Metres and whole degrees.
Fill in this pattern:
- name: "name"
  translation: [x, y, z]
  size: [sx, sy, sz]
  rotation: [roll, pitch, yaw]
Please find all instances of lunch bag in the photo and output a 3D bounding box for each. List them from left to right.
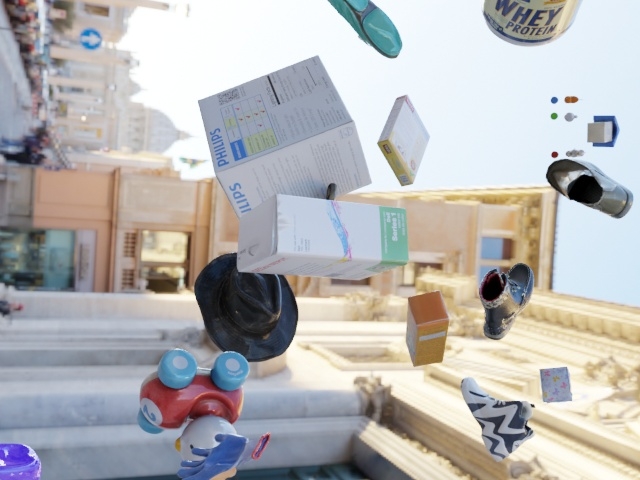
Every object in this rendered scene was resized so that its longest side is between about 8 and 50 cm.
- name: "lunch bag"
  translation: [0.566, 0.351, 1.734]
  size: [0.053, 0.071, 0.083]
  rotation: [56, 31, -46]

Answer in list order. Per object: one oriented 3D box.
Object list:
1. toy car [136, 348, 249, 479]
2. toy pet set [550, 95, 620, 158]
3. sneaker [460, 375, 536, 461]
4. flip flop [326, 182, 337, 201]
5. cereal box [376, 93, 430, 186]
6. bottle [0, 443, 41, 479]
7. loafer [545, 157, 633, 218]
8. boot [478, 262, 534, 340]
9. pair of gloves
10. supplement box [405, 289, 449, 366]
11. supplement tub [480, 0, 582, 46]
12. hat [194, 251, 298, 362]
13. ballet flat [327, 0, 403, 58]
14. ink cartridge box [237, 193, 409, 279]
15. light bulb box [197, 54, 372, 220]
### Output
- name: "toy car"
  translation: [-0.243, 0.371, 1.408]
  size: [0.219, 0.210, 0.238]
  rotation: [-60, -147, 39]
- name: "toy pet set"
  translation: [0.517, -0.223, 1.411]
  size: [0.114, 0.065, 0.122]
  rotation: [8, -74, 42]
- name: "sneaker"
  translation: [0.462, 0.424, 1.834]
  size: [0.153, 0.094, 0.235]
  rotation: [-30, -140, 11]
- name: "flip flop"
  translation: [0.063, -0.026, 1.834]
  size: [0.112, 0.080, 0.277]
  rotation: [-86, 163, -58]
- name: "cereal box"
  translation: [0.252, -0.302, 2.163]
  size: [0.047, 0.173, 0.240]
  rotation: [-12, -143, 33]
- name: "bottle"
  translation: [-0.527, 0.463, 1.134]
  size: [0.092, 0.118, 0.283]
  rotation: [27, -77, 46]
- name: "loafer"
  translation: [0.583, -0.129, 1.607]
  size: [0.094, 0.087, 0.251]
  rotation: [-68, -152, 13]
- name: "boot"
  translation: [0.479, 0.120, 1.850]
  size: [0.085, 0.236, 0.178]
  rotation: [18, -29, 31]
- name: "pair of gloves"
  translation: [-0.155, 0.329, 0.974]
  size: [0.159, 0.023, 0.198]
  rotation: [-23, -160, 34]
- name: "supplement box"
  translation: [0.238, 0.204, 1.628]
  size: [0.233, 0.080, 0.078]
  rotation: [79, -3, -57]
- name: "supplement tub"
  translation: [0.500, -0.620, 1.636]
  size: [0.325, 0.235, 0.235]
  rotation: [76, 10, -71]
- name: "hat"
  translation: [-0.175, 0.158, 1.978]
  size: [0.134, 0.331, 0.331]
  rotation: [-43, -133, 50]
- name: "ballet flat"
  translation: [0.099, -0.522, 1.693]
  size: [0.247, 0.083, 0.087]
  rotation: [49, -15, -7]
- name: "ink cartridge box"
  translation: [0.000, 0.000, 1.399]
  size: [0.201, 0.278, 0.117]
  rotation: [155, -63, -61]
- name: "light bulb box"
  translation: [-0.101, -0.262, 1.908]
  size: [0.358, 0.361, 0.225]
  rotation: [-111, 180, -47]
